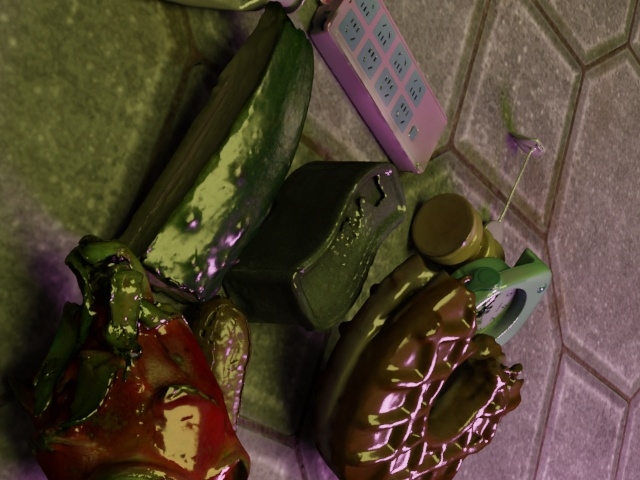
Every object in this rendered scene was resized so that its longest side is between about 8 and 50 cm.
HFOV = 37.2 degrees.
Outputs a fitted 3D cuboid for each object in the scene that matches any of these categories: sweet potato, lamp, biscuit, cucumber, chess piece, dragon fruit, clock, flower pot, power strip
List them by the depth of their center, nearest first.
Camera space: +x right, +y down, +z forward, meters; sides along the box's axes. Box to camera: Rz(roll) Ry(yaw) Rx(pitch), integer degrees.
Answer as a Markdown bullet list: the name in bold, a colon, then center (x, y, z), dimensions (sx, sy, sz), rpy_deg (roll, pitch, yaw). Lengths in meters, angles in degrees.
- **dragon fruit**: center (-0.169, 0.145, 0.801), dimensions (0.200, 0.198, 0.269), rpy_deg (-89, 168, -57)
- **cucumber**: center (-0.077, -0.086, 0.945), dimensions (0.145, 0.105, 0.325), rpy_deg (44, 65, -42)
- **sweet potato**: center (-0.118, 0.169, 0.971), dimensions (0.081, 0.062, 0.233), rpy_deg (16, 82, -34)
- **flower pot**: center (0.000, 0.000, 1.064), dimensions (0.229, 0.108, 0.103), rpy_deg (-54, 130, -32)
- **biscuit**: center (0.115, 0.188, 1.140), dimensions (0.268, 0.115, 0.366), rpy_deg (-49, 143, -6)
- **power strip**: center (0.078, -0.206, 1.201), dimensions (0.279, 0.037, 0.109), rpy_deg (53, 53, -37)
- **clock**: center (0.211, 0.089, 1.298), dimensions (0.211, 0.066, 0.159), rpy_deg (-5, 134, -41)
- **chess piece**: center (0.200, 0.009, 1.327), dimensions (0.170, 0.094, 0.094), rpy_deg (37, 63, -53)
- **lamp**: center (0.281, -0.073, 1.459), dimensions (0.050, 0.056, 0.198), rpy_deg (40, 73, -44)

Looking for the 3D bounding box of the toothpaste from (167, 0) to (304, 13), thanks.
- **toothpaste**: center (-0.129, -0.278, 0.951), dimensions (0.266, 0.061, 0.096), rpy_deg (1, 92, -43)
